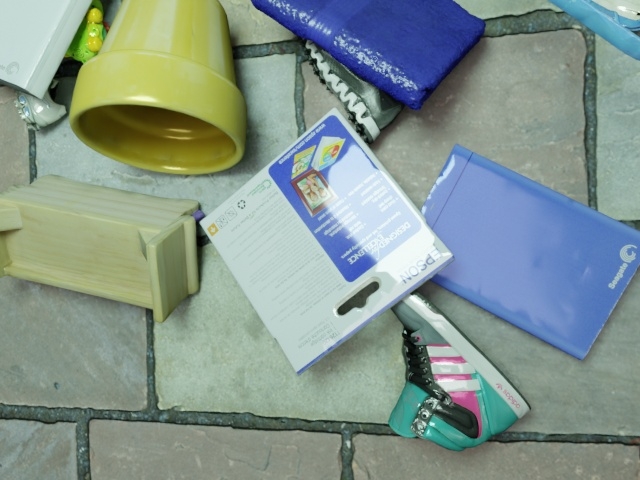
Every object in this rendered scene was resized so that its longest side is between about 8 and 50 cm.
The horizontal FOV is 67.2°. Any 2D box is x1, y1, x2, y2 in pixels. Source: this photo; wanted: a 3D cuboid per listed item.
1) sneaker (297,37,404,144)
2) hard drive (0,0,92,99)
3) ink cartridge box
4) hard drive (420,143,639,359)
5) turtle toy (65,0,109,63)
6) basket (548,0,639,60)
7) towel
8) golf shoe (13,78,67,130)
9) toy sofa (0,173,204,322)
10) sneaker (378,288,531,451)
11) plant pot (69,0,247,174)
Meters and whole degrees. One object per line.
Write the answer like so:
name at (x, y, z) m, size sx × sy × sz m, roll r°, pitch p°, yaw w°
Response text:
sneaker at (0.053, -0.278, 0.781) m, size 0.106 × 0.078 × 0.234 m, roll -35°, pitch 86°, yaw 3°
hard drive at (-0.498, -0.440, 0.844) m, size 0.232 × 0.047 × 0.353 m, roll 22°, pitch 85°, yaw 21°
ink cartridge box at (0.000, 0.000, 0.775) m, size 0.303 × 0.072 × 0.307 m, roll -38°, pitch 77°, yaw 10°
hard drive at (0.305, 0.015, 0.753) m, size 0.318 × 0.040 × 0.210 m, roll 28°, pitch 96°, yaw 9°
turtle toy at (-0.421, -0.380, 0.869) m, size 0.095 × 0.066 × 0.131 m, roll -1°, pitch 90°, yaw 16°
basket at (0.390, -0.383, 0.632) m, size 0.254 × 0.201 × 0.289 m, roll 40°, pitch 67°, yaw 8°
towel at (0.074, -0.335, 0.734) m, size 0.308 × 0.076 × 0.228 m, roll 36°, pitch 62°, yaw 10°
golf shoe at (-0.539, -0.295, 0.907) m, size 0.085 × 0.069 × 0.176 m, roll -25°, pitch 86°, yaw -15°
toy sofa at (-0.392, 0.004, 0.848) m, size 0.362 × 0.177 × 0.150 m, roll 10°, pitch 118°, yaw 10°
sneaker at (0.157, 0.209, 0.750) m, size 0.178 × 0.124 × 0.295 m, roll -44°, pitch 85°, yaw -1°
plant pot at (-0.238, -0.260, 0.762) m, size 0.253 × 0.254 × 0.239 m, roll 0°, pitch 75°, yaw 11°
